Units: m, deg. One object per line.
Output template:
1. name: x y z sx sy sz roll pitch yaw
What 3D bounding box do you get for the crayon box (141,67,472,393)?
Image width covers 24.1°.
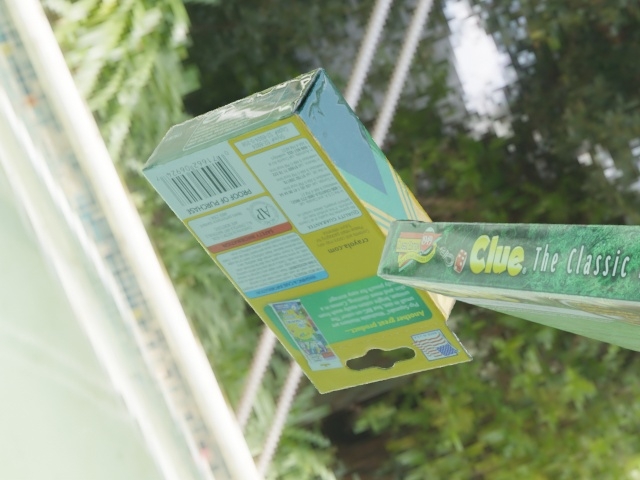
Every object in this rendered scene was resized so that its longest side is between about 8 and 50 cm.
1. crayon box: 0.000 0.000 1.498 0.323 0.203 0.083 53 41 -25

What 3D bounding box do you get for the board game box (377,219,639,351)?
1. board game box: 0.136 0.023 0.525 0.259 0.136 0.030 4 -100 66
